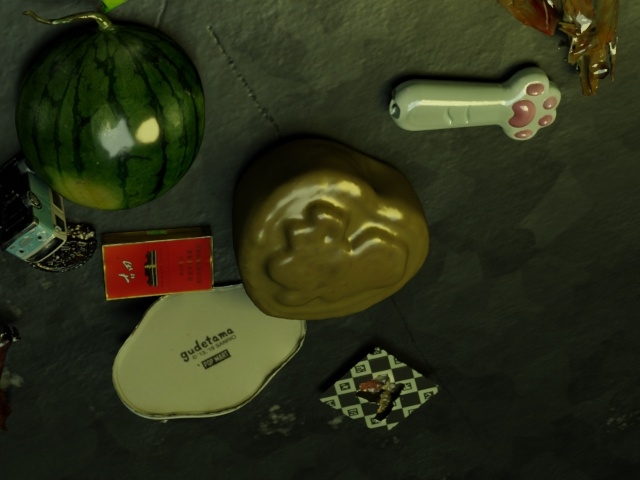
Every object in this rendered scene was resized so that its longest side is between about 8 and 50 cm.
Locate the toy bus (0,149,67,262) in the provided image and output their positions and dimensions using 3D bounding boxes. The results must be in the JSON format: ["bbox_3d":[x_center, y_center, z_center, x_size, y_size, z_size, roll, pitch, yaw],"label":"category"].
[{"bbox_3d":[-0.318,-0.032,1.682,0.060,0.123,0.075,-35,133,18],"label":"toy bus"}]

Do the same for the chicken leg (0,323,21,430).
[{"bbox_3d":[-0.423,0.162,1.871,0.105,0.063,0.234,5,132,-11],"label":"chicken leg"}]

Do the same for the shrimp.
[{"bbox_3d":[0.252,-0.265,1.652,0.152,0.063,0.287,-13,130,1],"label":"shrimp"}]

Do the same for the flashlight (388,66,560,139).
[{"bbox_3d":[0.176,-0.153,1.743,0.200,0.047,0.093,-1,132,-13],"label":"flashlight"}]

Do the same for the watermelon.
[{"bbox_3d":[-0.218,-0.121,1.625,0.204,0.127,0.232,0,129,-17],"label":"watermelon"}]

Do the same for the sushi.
[{"bbox_3d":[0.078,0.194,2.046,0.126,0.026,0.120,33,120,-30],"label":"sushi"}]

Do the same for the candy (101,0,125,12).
[{"bbox_3d":[-0.171,-0.304,1.535,0.178,0.032,0.102,-28,131,11],"label":"candy"}]

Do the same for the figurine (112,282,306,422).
[{"bbox_3d":[-0.142,0.158,1.902,0.250,0.166,0.141,-16,157,-16],"label":"figurine"}]

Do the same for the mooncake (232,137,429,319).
[{"bbox_3d":[0.000,0.000,1.795,0.235,0.117,0.234,-9,132,-10],"label":"mooncake"}]

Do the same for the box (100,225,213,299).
[{"bbox_3d":[-0.194,0.027,1.831,0.133,0.023,0.090,-4,130,-10],"label":"box"}]

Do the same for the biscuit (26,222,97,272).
[{"bbox_3d":[-0.306,0.002,1.778,0.089,0.027,0.087,-23,133,8],"label":"biscuit"}]
